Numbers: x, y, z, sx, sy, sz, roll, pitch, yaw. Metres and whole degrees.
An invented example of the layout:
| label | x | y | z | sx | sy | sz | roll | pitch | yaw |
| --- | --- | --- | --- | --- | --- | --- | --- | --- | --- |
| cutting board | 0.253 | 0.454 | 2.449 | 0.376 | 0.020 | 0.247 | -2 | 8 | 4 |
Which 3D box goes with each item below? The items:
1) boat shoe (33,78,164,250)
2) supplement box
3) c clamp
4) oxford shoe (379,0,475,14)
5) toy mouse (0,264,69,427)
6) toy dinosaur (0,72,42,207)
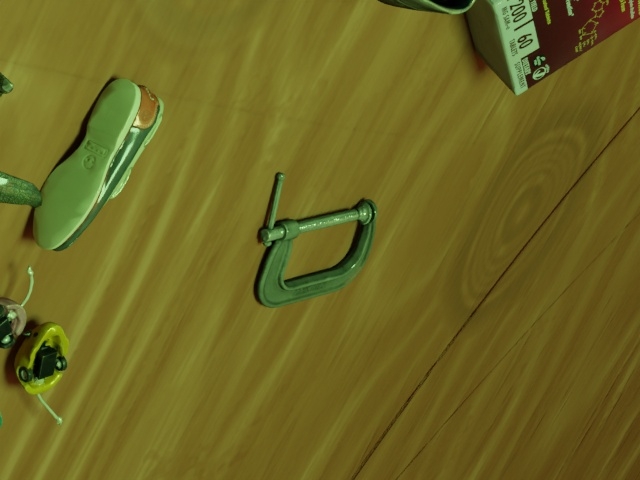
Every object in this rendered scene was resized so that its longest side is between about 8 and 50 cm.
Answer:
| label | x | y | z | sx | sy | sz | roll | pitch | yaw |
| --- | --- | --- | --- | --- | --- | --- | --- | --- | --- |
| boat shoe | -0.158 | -0.050 | 1.181 | 0.137 | 0.049 | 0.043 | -61 | 150 | 2 |
| supplement box | 0.241 | -0.245 | 1.438 | 0.239 | 0.073 | 0.130 | -33 | 145 | -5 |
| c clamp | 0.000 | 0.000 | 1.453 | 0.160 | 0.022 | 0.137 | -7 | 125 | -49 |
| oxford shoe | 0.026 | -0.282 | 1.120 | 0.130 | 0.132 | 0.364 | -50 | 147 | -5 |
| toy mouse | -0.249 | 0.092 | 1.206 | 0.143 | 0.031 | 0.161 | -23 | 136 | -40 |
| toy dinosaur | -0.284 | -0.078 | 0.956 | 0.160 | 0.121 | 0.313 | -43 | 153 | 5 |
